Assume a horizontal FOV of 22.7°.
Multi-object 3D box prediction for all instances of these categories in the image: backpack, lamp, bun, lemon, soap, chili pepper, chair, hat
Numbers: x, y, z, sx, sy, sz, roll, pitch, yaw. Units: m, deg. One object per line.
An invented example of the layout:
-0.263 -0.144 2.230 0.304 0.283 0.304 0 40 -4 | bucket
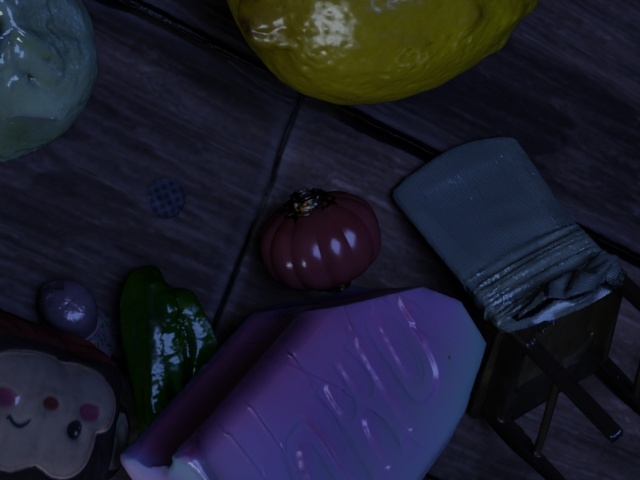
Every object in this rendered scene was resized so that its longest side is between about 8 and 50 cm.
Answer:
-0.267 0.163 1.252 0.229 0.139 0.229 -13 110 -41 | backpack
0.000 0.000 1.394 0.107 0.107 0.092 -29 117 -23 | lamp
-0.272 -0.159 1.247 0.212 0.126 0.203 -12 98 -27 | bun
0.050 -0.242 1.339 0.260 0.260 0.284 42 76 -21 | lemon
0.003 0.147 1.345 0.324 0.109 0.193 -48 115 -38 | soap
-0.110 0.145 1.357 0.100 0.074 0.257 -23 102 -40 | chili pepper
0.204 0.076 1.489 0.160 0.319 0.186 -28 147 -22 | chair
-0.199 0.070 1.330 0.058 0.042 0.087 -33 105 -22 | hat
